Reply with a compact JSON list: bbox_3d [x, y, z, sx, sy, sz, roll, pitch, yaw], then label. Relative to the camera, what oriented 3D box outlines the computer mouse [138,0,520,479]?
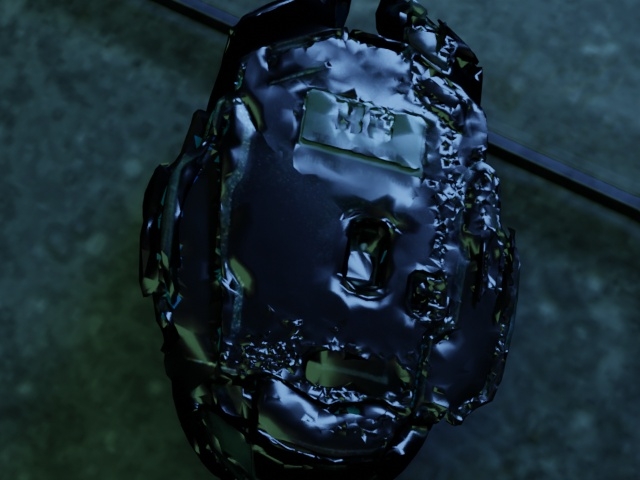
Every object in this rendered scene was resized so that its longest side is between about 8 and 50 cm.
[{"bbox_3d":[0.000,0.000,0.623,0.146,0.077,0.242,16,63,-10],"label":"computer mouse"}]
